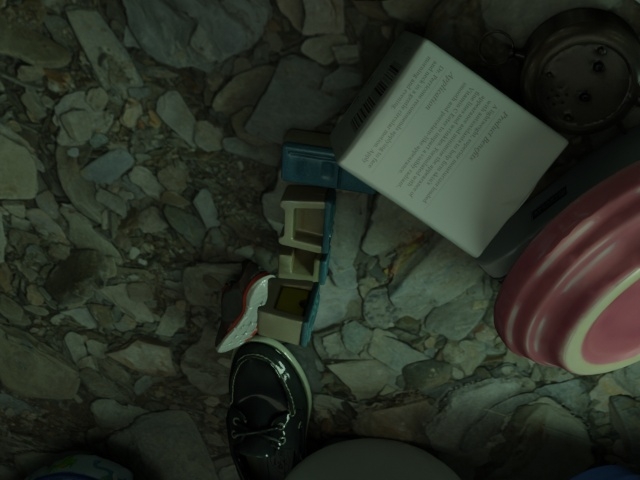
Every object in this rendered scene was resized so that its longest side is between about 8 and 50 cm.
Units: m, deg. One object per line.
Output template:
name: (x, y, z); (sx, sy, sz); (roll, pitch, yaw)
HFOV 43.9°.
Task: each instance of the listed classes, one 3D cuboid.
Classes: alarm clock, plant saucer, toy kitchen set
alarm clock: (0.261, -0.182, 0.851); (0.192, 0.064, 0.129); (18, 126, 3)
plant saucer: (0.351, 0.040, 0.864); (0.332, 0.084, 0.332); (-17, 143, -14)
toy kitchen set: (0.000, 0.000, 0.964); (0.122, 0.166, 0.207); (8, 126, 6)

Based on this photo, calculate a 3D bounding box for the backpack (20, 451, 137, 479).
backpack: (-0.436, 0.523, 1.392); (0.355, 0.273, 0.290); (-39, 103, 18)

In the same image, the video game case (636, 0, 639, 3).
video game case: (0.375, -0.292, 0.775); (0.143, 0.019, 0.157); (31, 126, -9)

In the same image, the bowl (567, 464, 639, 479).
bowl: (0.359, 0.494, 1.153); (0.391, 0.077, 0.391); (-18, 125, -27)

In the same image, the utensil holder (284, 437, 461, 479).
utensil holder: (0.077, 0.551, 1.241); (0.328, 0.327, 0.385); (5, 122, 8)

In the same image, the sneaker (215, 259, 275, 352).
sneaker: (-0.114, 0.091, 1.127); (0.065, 0.061, 0.158); (46, 121, 26)

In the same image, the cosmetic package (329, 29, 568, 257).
cosmetic package: (0.128, -0.108, 0.849); (0.184, 0.151, 0.151); (34, 103, -12)

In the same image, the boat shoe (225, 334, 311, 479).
boat shoe: (-0.086, 0.303, 1.225); (0.127, 0.113, 0.340); (7, 125, 9)

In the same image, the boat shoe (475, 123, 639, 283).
boat shoe: (0.322, -0.025, 0.917); (0.102, 0.108, 0.301); (39, 125, -15)
